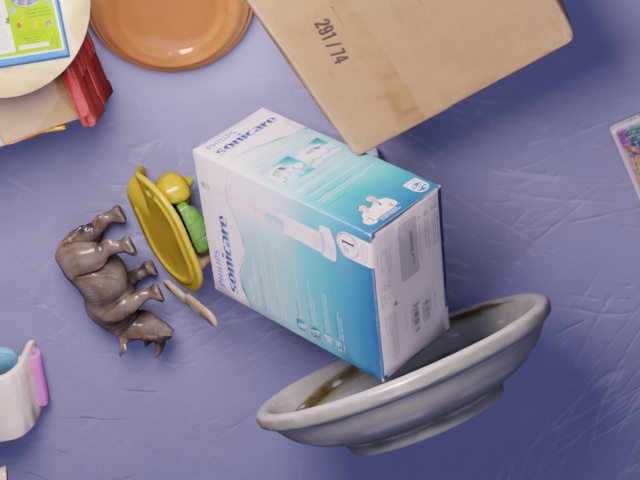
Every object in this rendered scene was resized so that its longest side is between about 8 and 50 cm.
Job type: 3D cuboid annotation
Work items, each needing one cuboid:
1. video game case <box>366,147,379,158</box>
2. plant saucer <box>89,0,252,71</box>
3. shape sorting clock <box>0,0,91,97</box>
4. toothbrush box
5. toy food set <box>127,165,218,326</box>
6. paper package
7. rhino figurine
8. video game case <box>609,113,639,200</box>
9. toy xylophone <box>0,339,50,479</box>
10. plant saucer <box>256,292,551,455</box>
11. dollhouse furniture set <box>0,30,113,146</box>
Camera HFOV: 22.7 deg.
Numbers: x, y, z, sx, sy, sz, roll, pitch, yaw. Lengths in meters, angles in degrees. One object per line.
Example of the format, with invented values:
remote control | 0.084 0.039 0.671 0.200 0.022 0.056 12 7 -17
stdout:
video game case | -0.003 -0.029 2.073 0.190 0.022 0.173 -12 128 3
plant saucer | -0.174 -0.277 1.852 0.200 0.037 0.200 -3 128 -4
shape sorting clock | -0.345 -0.253 1.685 0.206 0.040 0.206 1 108 3
toothbrush box | 0.000 0.000 1.894 0.126 0.296 0.216 -35 134 -33
toy food set | -0.170 -0.010 2.027 0.071 0.128 0.217 -35 129 -22
paper package | 0.076 -0.310 1.774 0.310 0.168 0.325 -27 126 16
rhino figurine | -0.262 0.068 2.087 0.106 0.073 0.243 -21 129 5
video game case | 0.465 -0.115 2.065 0.143 0.019 0.157 -23 128 11
toy xylophone | -0.534 0.236 2.177 0.323 0.081 0.236 2 127 -8
plant saucer | 0.119 0.186 2.027 0.401 0.400 0.100 -23 94 11
dollhouse furniture set | -0.392 -0.282 1.779 0.201 0.152 0.374 -16 111 6
